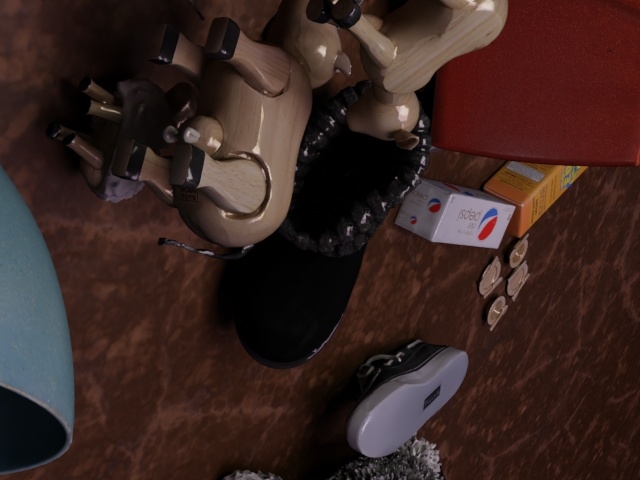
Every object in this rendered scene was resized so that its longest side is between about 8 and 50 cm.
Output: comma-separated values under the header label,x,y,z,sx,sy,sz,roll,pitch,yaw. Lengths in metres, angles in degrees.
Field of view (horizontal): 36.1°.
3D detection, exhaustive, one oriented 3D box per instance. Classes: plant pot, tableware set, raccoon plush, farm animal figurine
label,x,y,z,sx,sy,sz,roll,pitch,yaw
plant pot,-0.293,0.022,0.622,0.290,0.290,0.195,50,36,-56
tableware set,0.323,0.069,1.713,0.141,0.020,0.168,-47,145,-23
plant pot,0.303,-0.234,1.117,0.267,0.236,0.267,-41,144,-39
raccoon plush,0.044,0.340,1.444,0.446,0.299,0.216,37,98,-26
farm animal figurine,-0.026,-0.131,0.777,0.172,0.330,0.326,24,94,-48

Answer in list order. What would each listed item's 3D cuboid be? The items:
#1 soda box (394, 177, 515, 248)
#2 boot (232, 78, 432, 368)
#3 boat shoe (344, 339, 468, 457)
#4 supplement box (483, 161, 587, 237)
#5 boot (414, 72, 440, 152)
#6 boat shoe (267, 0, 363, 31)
label,x,y,z,sx,sy,sz,roll,pitch,yaw
soda box,0.197,-0.037,1.413,0.216,0.069,0.074,6,109,-55
boot,-0.004,-0.002,0.987,0.260,0.131,0.348,-93,-158,-79
boat shoe,0.105,0.215,1.438,0.306,0.105,0.113,-29,131,-50
supplement box,0.352,-0.109,1.571,0.233,0.080,0.078,-44,145,-30
boot,0.101,-0.182,1.166,0.236,0.085,0.178,-30,131,-43
boat shoe,0.008,-0.242,1.019,0.152,0.056,0.049,-40,148,-15
